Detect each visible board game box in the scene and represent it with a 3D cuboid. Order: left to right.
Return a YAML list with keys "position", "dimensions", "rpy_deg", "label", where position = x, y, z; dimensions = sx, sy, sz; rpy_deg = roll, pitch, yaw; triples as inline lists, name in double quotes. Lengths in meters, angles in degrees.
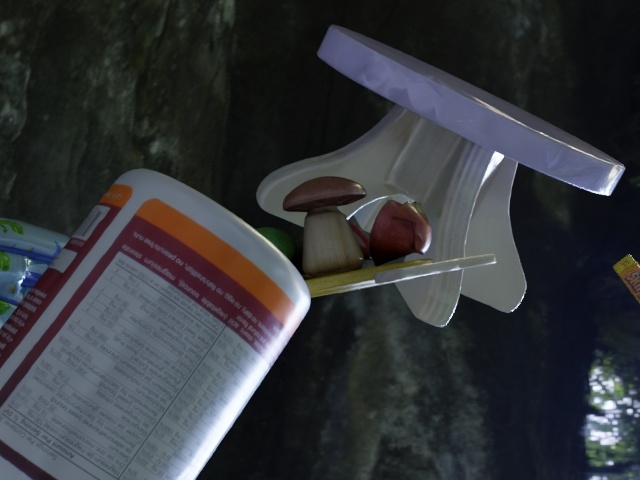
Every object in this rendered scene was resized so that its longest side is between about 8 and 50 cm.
- position: [0.462, 0.129, 1.167]
  dimensions: [0.124, 0.039, 0.259]
  rpy_deg: [36, -157, -29]
  label: "board game box"

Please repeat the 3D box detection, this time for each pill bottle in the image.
- position: [-0.111, 0.084, 0.458]
  dimensions: [0.121, 0.121, 0.221]
  rpy_deg: [39, -105, -17]
  label: "pill bottle"

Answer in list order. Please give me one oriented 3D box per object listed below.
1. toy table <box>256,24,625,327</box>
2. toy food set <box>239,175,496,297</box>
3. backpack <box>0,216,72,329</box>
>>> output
- position: [0.097, -0.049, 0.775]
  dimensions: [0.274, 0.252, 0.160]
  rpy_deg: [25, -74, -7]
  label: "toy table"
- position: [0.000, 0.000, 0.599]
  dimensions: [0.128, 0.218, 0.071]
  rpy_deg: [-7, -95, -45]
  label: "toy food set"
- position: [-0.280, 0.089, 0.802]
  dimensions: [0.355, 0.290, 0.273]
  rpy_deg: [38, -118, -38]
  label: "backpack"
